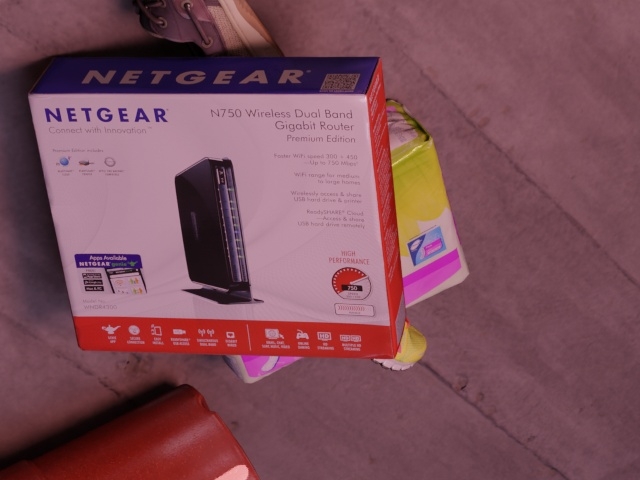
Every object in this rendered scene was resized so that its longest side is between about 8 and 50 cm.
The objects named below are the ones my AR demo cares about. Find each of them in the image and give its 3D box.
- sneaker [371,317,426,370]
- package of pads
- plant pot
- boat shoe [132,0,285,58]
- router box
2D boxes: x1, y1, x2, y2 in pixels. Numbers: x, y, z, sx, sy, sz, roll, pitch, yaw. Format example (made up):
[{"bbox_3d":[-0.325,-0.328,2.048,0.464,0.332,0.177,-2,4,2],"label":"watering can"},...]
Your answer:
[{"bbox_3d":[0.057,0.067,2.048,0.094,0.081,0.208,-47,132,9],"label":"sneaker"},{"bbox_3d":[0.000,0.000,2.089,0.296,0.101,0.229,-26,132,-8],"label":"package of pads"},{"bbox_3d":[-0.207,0.309,2.123,0.265,0.272,0.272,-32,133,-14],"label":"plant pot"},{"bbox_3d":[-0.134,-0.232,1.848,0.092,0.103,0.285,-43,138,0],"label":"boat shoe"},{"bbox_3d":[-0.096,-0.031,1.888,0.335,0.082,0.301,1,122,13],"label":"router box"}]
